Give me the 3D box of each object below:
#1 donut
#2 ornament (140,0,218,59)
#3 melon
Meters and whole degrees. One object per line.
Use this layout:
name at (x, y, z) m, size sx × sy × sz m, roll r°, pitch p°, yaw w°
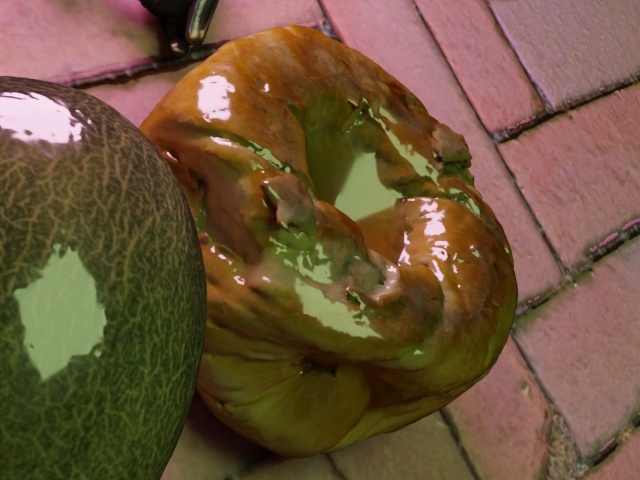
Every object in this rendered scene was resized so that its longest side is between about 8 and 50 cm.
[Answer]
donut at (0.000, 0.000, 1.188) m, size 0.360 × 0.170 × 0.360 m, roll 30°, pitch 39°, yaw -28°
ornament at (-0.176, -0.292, 1.268) m, size 0.236 × 0.080 × 0.202 m, roll 33°, pitch 46°, yaw -30°
melon at (-0.186, 0.050, 0.866) m, size 0.237 × 0.237 × 0.301 m, roll 29°, pitch 47°, yaw -34°
